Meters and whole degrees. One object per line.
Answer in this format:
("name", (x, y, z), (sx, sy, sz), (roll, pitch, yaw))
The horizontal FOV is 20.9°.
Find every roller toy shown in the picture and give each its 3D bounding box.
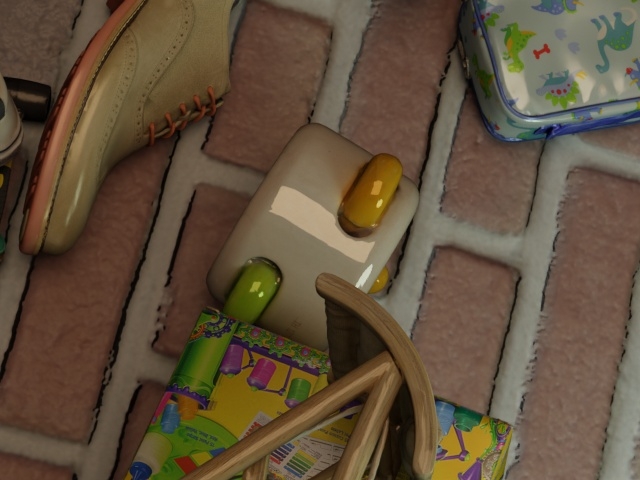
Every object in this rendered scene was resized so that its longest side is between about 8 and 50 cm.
("roller toy", (0.000, 0.000, 1.609), (0.146, 0.191, 0.209), (32, 96, -1))

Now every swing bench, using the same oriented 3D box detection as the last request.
("swing bench", (-0.006, 0.195, 1.301), (0.165, 0.253, 0.255), (38, 76, 15))

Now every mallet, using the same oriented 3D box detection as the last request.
("mallet", (-0.306, -0.076, 1.633), (0.062, 0.039, 0.190), (16, 58, -3))

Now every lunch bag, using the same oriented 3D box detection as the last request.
("lunch bag", (0.256, -0.193, 1.769), (0.219, 0.090, 0.176), (-12, 76, -14))

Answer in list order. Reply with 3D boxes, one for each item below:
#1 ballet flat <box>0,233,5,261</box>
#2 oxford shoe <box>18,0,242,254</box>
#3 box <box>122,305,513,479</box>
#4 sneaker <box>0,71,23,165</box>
("ballet flat", (-0.389, -0.032, 1.610), (0.206, 0.073, 0.067), (39, 111, -11))
("oxford shoe", (-0.162, -0.147, 1.652), (0.146, 0.140, 0.397), (27, 73, -10))
("box", (-0.019, 0.254, 1.508), (0.290, 0.177, 0.279), (21, 71, 11))
("sneaker", (-0.356, -0.184, 1.615), (0.094, 0.091, 0.258), (-32, 67, -24))
